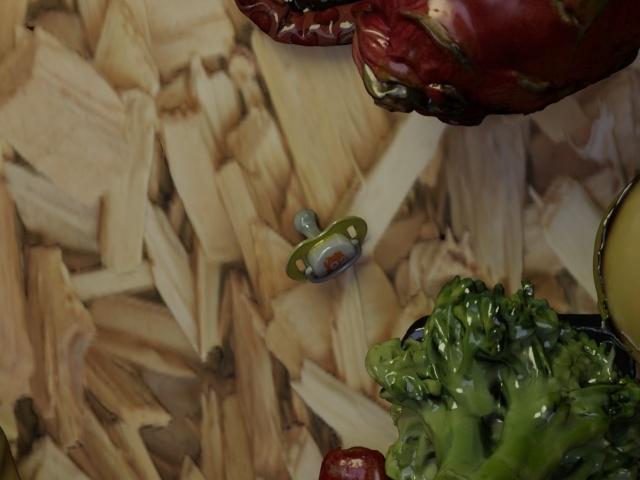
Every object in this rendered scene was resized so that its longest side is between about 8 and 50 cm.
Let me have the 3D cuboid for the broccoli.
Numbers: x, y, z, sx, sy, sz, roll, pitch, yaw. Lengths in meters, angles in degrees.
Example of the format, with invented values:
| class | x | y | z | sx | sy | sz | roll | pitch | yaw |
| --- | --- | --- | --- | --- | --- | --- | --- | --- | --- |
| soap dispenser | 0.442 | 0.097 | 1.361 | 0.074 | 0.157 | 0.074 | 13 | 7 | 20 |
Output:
| class | x | y | z | sx | sy | sz | roll | pitch | yaw |
| --- | --- | --- | --- | --- | --- | --- | --- | --- | --- |
| broccoli | 0.146 | 0.188 | 1.573 | 0.288 | 0.245 | 0.248 | 44 | 126 | 10 |

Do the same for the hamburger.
| class | x | y | z | sx | sy | sz | roll | pitch | yaw |
| --- | --- | --- | --- | --- | --- | --- | --- | --- | --- |
| hamburger | 0.338 | 0.027 | 1.607 | 0.237 | 0.149 | 0.237 | -1 | 82 | 9 |

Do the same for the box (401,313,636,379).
| class | x | y | z | sx | sy | sz | roll | pitch | yaw |
| --- | --- | --- | --- | --- | --- | --- | --- | --- | --- |
| box | 0.177 | 0.238 | 1.732 | 0.211 | 0.058 | 0.350 | -1 | 102 | 9 |

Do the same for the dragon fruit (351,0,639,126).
| class | x | y | z | sx | sy | sz | roll | pitch | yaw |
| --- | --- | --- | --- | --- | --- | --- | --- | --- | --- |
| dragon fruit | 0.169 | -0.220 | 1.535 | 0.315 | 0.250 | 0.250 | -24 | 97 | 15 |

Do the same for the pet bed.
| class | x | y | z | sx | sy | sz | roll | pitch | yaw |
| --- | --- | --- | --- | --- | --- | --- | --- | --- | --- |
| pet bed | 0.013 | -0.259 | 1.654 | 0.201 | 0.053 | 0.201 | 1 | 100 | 4 |

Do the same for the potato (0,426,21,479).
| class | x | y | z | sx | sy | sz | roll | pitch | yaw |
| --- | --- | --- | --- | --- | --- | --- | --- | --- | --- |
| potato | -0.413 | 0.215 | 1.781 | 0.296 | 0.141 | 0.192 | 2 | 119 | 8 |

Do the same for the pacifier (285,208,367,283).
| class | x | y | z | sx | sy | sz | roll | pitch | yaw |
| --- | --- | --- | --- | --- | --- | --- | --- | --- | --- |
| pacifier | 0.000 | 0.000 | 1.718 | 0.083 | 0.068 | 0.064 | -33 | 61 | -3 |

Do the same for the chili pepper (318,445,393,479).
| class | x | y | z | sx | sy | sz | roll | pitch | yaw |
| --- | --- | --- | --- | --- | --- | --- | --- | --- | --- |
| chili pepper | 0.031 | 0.243 | 1.751 | 0.070 | 0.073 | 0.123 | -14 | 105 | -33 |
